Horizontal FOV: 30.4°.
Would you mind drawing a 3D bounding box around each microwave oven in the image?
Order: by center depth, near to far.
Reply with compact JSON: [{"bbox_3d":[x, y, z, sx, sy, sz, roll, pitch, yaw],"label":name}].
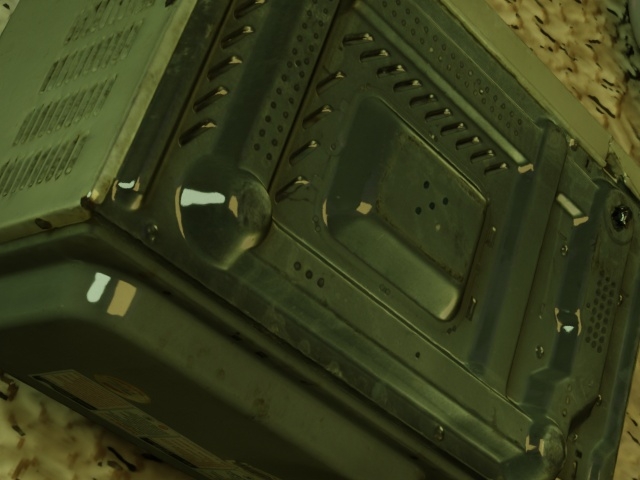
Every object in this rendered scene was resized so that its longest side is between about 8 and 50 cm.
[{"bbox_3d":[0.000,0.000,0.433,0.240,0.145,0.194,38,55,-33],"label":"microwave oven"}]

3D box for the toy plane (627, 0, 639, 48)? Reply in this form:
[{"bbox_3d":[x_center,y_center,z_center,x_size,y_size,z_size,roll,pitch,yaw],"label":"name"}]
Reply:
[{"bbox_3d":[0.210,-0.208,0.683,0.251,0.101,0.255,4,74,-21],"label":"toy plane"}]
